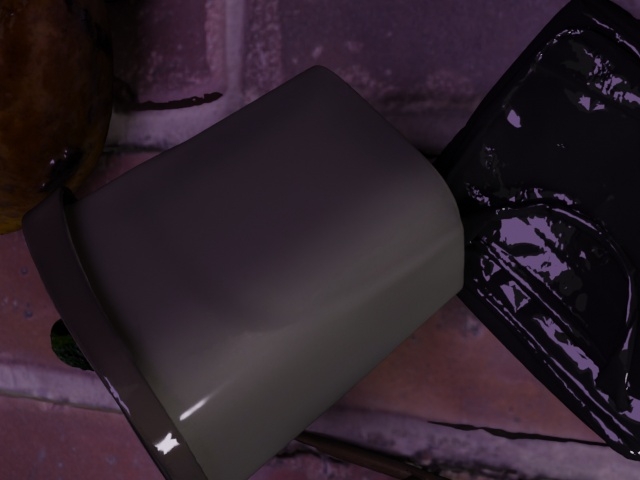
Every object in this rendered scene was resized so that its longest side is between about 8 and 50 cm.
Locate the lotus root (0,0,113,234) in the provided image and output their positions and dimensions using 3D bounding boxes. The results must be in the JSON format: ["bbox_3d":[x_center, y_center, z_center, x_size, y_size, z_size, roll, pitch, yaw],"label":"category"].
[{"bbox_3d":[-0.273,-0.131,1.002,0.193,0.193,0.291,35,126,22],"label":"lotus root"}]

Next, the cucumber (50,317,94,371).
[{"bbox_3d":[-0.140,0.084,0.998,0.241,0.074,0.074,-8,89,30],"label":"cucumber"}]

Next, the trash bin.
[{"bbox_3d":[-0.047,0.028,0.786,0.250,0.220,0.219,-35,63,-14],"label":"trash bin"}]

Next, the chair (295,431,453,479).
[{"bbox_3d":[0.041,0.259,0.850,0.272,0.188,0.166,6,96,31],"label":"chair"}]

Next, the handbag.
[{"bbox_3d":[0.205,-0.008,0.802,0.275,0.088,0.244,47,116,17],"label":"handbag"}]

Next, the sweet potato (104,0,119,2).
[{"bbox_3d":[-0.158,-0.264,0.995,0.233,0.062,0.081,-30,65,30],"label":"sweet potato"}]
